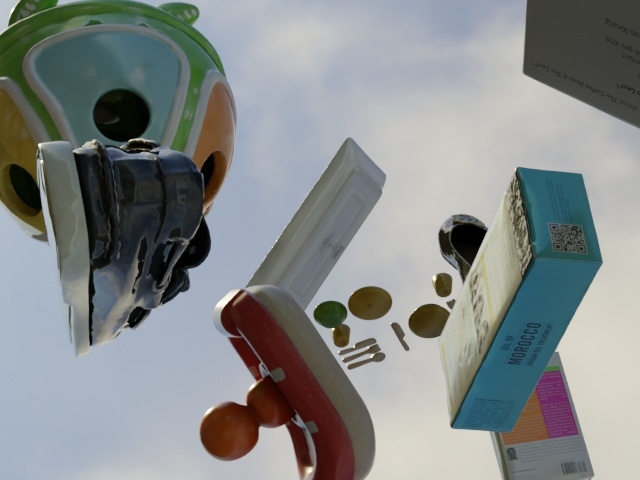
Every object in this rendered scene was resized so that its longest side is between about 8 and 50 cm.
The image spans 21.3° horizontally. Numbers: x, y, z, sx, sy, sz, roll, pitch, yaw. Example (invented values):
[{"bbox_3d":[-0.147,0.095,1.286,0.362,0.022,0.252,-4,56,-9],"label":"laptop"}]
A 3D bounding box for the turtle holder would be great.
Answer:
[{"bbox_3d":[-0.234,-0.106,1.631,0.243,0.320,0.227,-57,-149,29],"label":"turtle holder"}]

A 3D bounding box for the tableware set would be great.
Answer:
[{"bbox_3d":[0.075,0.078,1.839,0.154,0.104,0.024,-22,-143,14],"label":"tableware set"}]

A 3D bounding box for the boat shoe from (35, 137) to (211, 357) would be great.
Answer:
[{"bbox_3d":[-0.131,-0.001,1.179,0.340,0.113,0.127,109,-31,-72],"label":"boat shoe"}]

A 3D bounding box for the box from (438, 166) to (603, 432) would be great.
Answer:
[{"bbox_3d":[0.165,0.055,1.454,0.244,0.060,0.100,109,-19,-48],"label":"box"}]

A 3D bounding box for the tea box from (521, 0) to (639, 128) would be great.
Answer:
[{"bbox_3d":[0.367,-0.203,1.151,0.329,0.323,0.220,30,-43,33],"label":"tea box"}]

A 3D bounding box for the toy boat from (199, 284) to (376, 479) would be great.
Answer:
[{"bbox_3d":[-0.051,0.165,1.680,0.231,0.151,0.151,57,-12,-4],"label":"toy boat"}]

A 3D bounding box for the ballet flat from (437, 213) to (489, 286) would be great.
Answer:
[{"bbox_3d":[0.195,0.022,2.083,0.250,0.084,0.058,-96,-171,-63],"label":"ballet flat"}]

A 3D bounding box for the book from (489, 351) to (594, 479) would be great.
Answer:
[{"bbox_3d":[0.229,0.194,1.825,0.035,0.096,0.144,109,-29,-62],"label":"book"}]

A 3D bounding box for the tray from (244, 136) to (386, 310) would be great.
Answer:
[{"bbox_3d":[0.000,0.000,2.330,0.030,0.145,0.270,31,-95,30],"label":"tray"}]
